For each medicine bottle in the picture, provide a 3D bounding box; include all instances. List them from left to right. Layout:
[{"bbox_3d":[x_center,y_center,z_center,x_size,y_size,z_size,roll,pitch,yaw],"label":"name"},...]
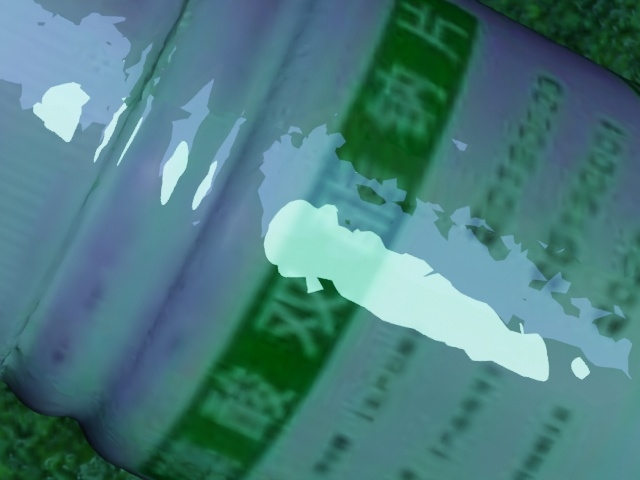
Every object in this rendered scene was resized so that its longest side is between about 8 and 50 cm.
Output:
[{"bbox_3d":[0.000,0.000,0.628,0.325,0.212,0.212,28,73,-9],"label":"medicine bottle"}]
